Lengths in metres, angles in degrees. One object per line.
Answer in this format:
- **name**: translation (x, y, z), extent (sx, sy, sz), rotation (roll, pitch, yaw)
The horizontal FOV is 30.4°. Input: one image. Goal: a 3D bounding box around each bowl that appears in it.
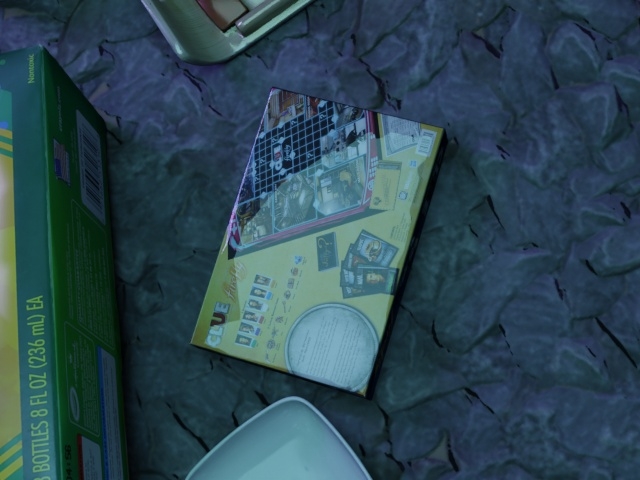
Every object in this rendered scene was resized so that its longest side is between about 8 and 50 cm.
- **bowl**: translation (-0.027, 0.218, 0.990), extent (0.142, 0.053, 0.142), rotation (-38, 75, 2)

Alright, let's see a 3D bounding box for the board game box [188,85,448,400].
- **board game box**: translation (0.000, 0.000, 1.037), extent (0.165, 0.042, 0.243), rotation (16, 82, 13)

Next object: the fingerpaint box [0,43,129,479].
- **fingerpaint box**: translation (-0.368, 0.093, 0.989), extent (0.371, 0.163, 0.444), rotation (-11, 67, 8)

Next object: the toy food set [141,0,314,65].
- **toy food set**: translation (-0.055, -0.331, 1.091), extent (0.306, 0.092, 0.219), rotation (-35, 74, 2)
